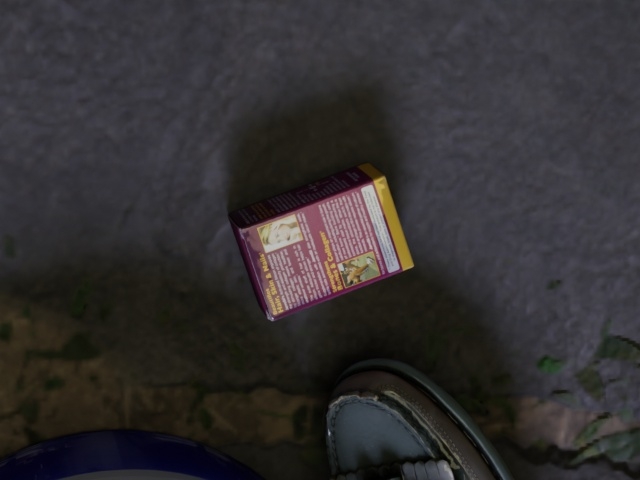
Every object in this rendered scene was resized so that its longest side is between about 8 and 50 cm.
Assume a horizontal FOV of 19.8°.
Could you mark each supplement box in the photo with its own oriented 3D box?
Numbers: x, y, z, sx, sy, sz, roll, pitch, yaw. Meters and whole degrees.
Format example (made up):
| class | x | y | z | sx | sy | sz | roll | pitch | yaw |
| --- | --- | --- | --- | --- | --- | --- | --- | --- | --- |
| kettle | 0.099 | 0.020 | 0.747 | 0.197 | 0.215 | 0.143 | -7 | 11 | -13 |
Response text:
| class | x | y | z | sx | sy | sz | roll | pitch | yaw |
| --- | --- | --- | --- | --- | --- | --- | --- | --- | --- |
| supplement box | 0.000 | 0.000 | 0.968 | 0.083 | 0.043 | 0.055 | -20 | 106 | -7 |

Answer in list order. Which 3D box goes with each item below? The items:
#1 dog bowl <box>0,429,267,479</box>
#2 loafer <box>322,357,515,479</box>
| class | x | y | z | sx | sy | sz | roll | pitch | yaw |
| --- | --- | --- | --- | --- | --- | --- | --- | --- | --- |
| dog bowl | -0.107 | 0.238 | 0.970 | 0.265 | 0.104 | 0.265 | -2 | 103 | -10 |
| loafer | 0.070 | 0.193 | 0.986 | 0.096 | 0.084 | 0.267 | -14 | 109 | 34 |
